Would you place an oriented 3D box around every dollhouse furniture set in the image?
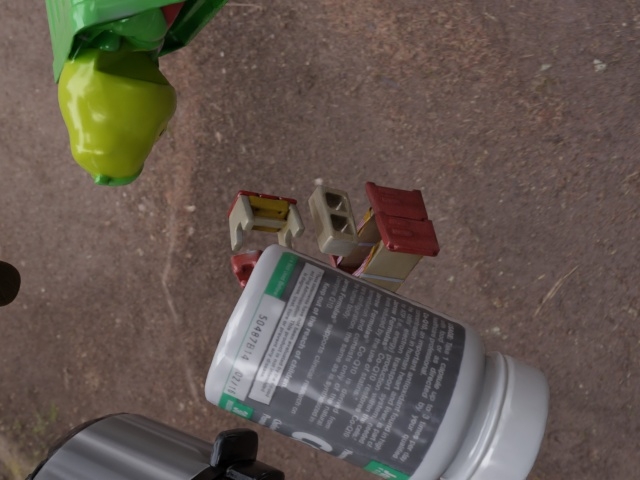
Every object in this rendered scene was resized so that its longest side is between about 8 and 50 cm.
[{"bbox_3d":[0.000,0.000,1.236,0.201,0.373,0.152,-57,34,41],"label":"dollhouse furniture set"}]

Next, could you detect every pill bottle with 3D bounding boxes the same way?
[{"bbox_3d":[0.065,0.162,0.824,0.360,0.204,0.204,23,120,1],"label":"pill bottle"}]

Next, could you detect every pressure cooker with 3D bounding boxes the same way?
[{"bbox_3d":[-0.221,0.487,1.047,0.420,0.375,0.370,9,129,33],"label":"pressure cooker"}]

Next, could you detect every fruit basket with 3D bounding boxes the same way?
[{"bbox_3d":[-0.288,-0.284,1.077,0.392,0.282,0.392,47,151,37],"label":"fruit basket"}]

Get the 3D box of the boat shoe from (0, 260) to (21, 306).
[{"bbox_3d":[-0.297,0.021,0.519,0.045,0.135,0.050,-2,68,44],"label":"boat shoe"}]
